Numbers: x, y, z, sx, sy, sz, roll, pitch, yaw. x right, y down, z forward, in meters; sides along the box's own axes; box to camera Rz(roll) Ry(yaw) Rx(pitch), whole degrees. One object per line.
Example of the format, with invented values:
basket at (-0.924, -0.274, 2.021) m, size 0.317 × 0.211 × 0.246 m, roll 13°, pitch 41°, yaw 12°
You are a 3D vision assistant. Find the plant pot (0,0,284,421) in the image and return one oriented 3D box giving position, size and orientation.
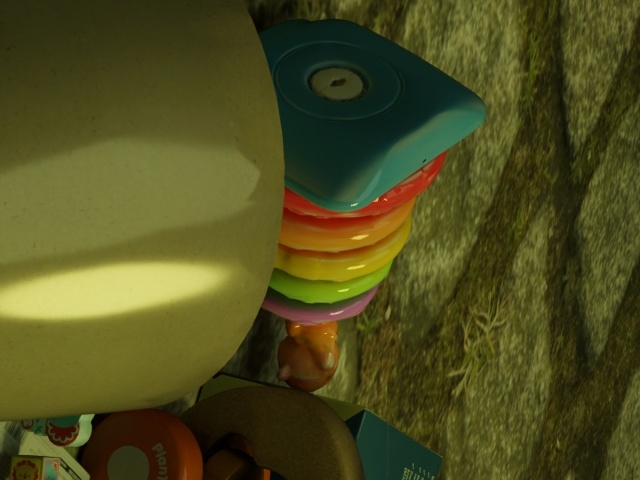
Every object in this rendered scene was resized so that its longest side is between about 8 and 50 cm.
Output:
plant pot at (-0.200, -0.023, 0.759) m, size 0.274 × 0.256 × 0.256 m, roll -13°, pitch 115°, yaw -47°

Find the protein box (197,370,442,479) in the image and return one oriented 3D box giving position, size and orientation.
protein box at (-0.019, 0.228, 1.378) m, size 0.201 × 0.136 × 0.200 m, roll 40°, pitch 65°, yaw -64°

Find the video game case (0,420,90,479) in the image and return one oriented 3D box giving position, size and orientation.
video game case at (-0.204, 0.178, 1.087) m, size 0.143 × 0.019 × 0.157 m, roll -67°, pitch 155°, yaw -22°

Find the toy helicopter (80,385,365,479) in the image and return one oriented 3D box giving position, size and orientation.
toy helicopter at (-0.032, 0.275, 1.189) m, size 0.140 × 0.235 × 0.355 m, roll 18°, pitch 72°, yaw -67°

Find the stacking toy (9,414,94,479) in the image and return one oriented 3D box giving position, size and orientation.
stacking toy at (-0.159, 0.135, 1.063) m, size 0.167 × 0.052 × 0.221 m, roll 18°, pitch 75°, yaw -71°

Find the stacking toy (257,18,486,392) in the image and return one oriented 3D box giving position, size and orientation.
stacking toy at (0.000, 0.000, 1.322) m, size 0.175 × 0.165 × 0.302 m, roll -35°, pitch 146°, yaw -36°
